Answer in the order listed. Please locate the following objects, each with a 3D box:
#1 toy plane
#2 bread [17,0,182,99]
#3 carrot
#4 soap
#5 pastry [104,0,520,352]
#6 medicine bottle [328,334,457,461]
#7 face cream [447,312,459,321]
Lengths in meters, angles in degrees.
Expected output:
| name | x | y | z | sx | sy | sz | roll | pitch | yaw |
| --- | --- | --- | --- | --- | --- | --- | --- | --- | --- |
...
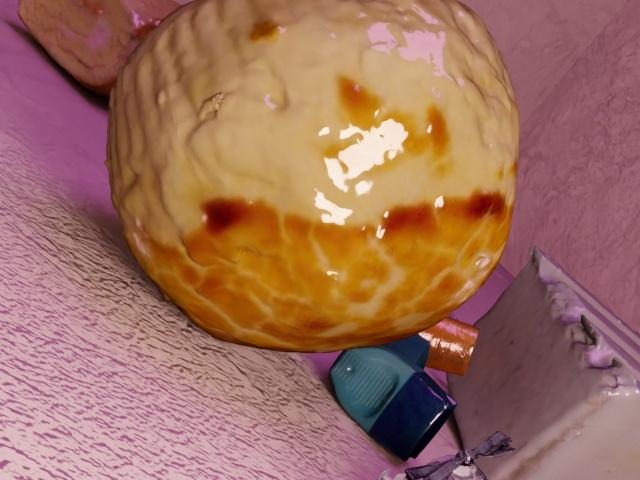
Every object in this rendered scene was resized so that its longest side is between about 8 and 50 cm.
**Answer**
| name | x | y | z | sx | sy | sz | roll | pitch | yaw |
| --- | --- | --- | --- | --- | --- | --- | --- | --- | --- |
| toy plane | 0.098 | 0.212 | 0.942 | 0.197 | 0.078 | 0.053 | 1 | 39 | -52 |
| bread | -0.246 | -0.276 | 1.610 | 0.236 | 0.165 | 0.375 | 39 | 9 | 27 |
| carrot | 0.097 | 0.107 | 1.327 | 0.193 | 0.087 | 0.087 | 28 | 9 | 3 |
| soap | 0.381 | 0.258 | 1.339 | 0.435 | 0.213 | 0.350 | 36 | 14 | -21 |
| pastry | -0.001 | -0.056 | 0.979 | 0.388 | 0.388 | 0.313 | 21 | 46 | -62 |
| medicine bottle | 0.080 | 0.146 | 1.158 | 0.124 | 0.079 | 0.258 | 35 | 9 | 5 |
| face cream | 0.172 | 0.136 | 1.627 | 0.084 | 0.057 | 0.198 | 46 | 9 | 9 |
